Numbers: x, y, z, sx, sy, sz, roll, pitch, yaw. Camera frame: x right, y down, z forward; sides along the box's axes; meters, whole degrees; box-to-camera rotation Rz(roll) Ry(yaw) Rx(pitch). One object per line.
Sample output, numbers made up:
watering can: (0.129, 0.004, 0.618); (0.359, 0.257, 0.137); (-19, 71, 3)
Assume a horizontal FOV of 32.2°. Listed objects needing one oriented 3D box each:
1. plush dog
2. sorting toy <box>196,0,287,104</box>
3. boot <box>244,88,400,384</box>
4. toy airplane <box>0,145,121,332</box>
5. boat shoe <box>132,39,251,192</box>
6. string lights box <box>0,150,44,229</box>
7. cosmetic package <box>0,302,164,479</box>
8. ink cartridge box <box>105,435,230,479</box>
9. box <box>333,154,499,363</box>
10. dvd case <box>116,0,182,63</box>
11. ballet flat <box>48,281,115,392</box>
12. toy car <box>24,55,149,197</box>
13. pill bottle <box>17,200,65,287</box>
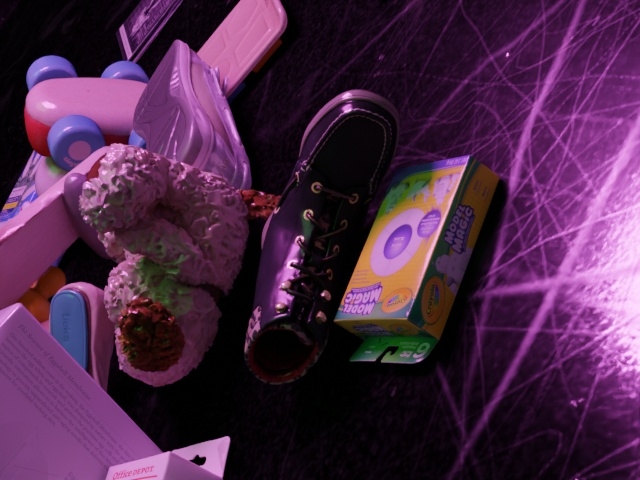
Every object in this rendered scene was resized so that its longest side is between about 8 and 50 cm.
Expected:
plush dog: (-0.154, 0.042, 1.170); (0.262, 0.210, 0.225); (123, 159, -80)
sorting toy: (-0.115, -0.259, 1.527); (0.208, 0.038, 0.193); (-51, 28, 19)
boot: (0.001, 0.001, 0.978); (0.179, 0.085, 0.236); (-82, 17, -44)
toy airplane: (-0.385, 0.070, 1.335); (0.386, 0.272, 0.384); (-60, -13, 16)
boat shoe: (-0.158, -0.151, 1.381); (0.118, 0.103, 0.320); (-55, 28, 16)
string lights box: (-0.431, -0.099, 1.799); (0.133, 0.077, 0.260); (-5, 57, 56)
cosmetic package: (-0.313, 0.224, 1.074); (0.138, 0.224, 0.225); (-20, 25, 48)
ink cartridge box: (-0.160, 0.267, 1.018); (0.115, 0.067, 0.198); (-23, 42, 46)
box: (0.076, 0.018, 0.937); (0.105, 0.043, 0.179); (-8, 56, 55)
dvd case: (-0.282, -0.420, 1.961); (0.221, 0.018, 0.164); (-48, 31, 13)
ballet flat: (-0.270, 0.173, 1.263); (0.086, 0.086, 0.248); (0, 83, 57)
toy car: (-0.323, -0.108, 1.586); (0.219, 0.210, 0.238); (57, 139, 48)
pill bottle: (-0.437, 0.029, 1.662); (0.160, 0.087, 0.087); (-63, 28, 2)
